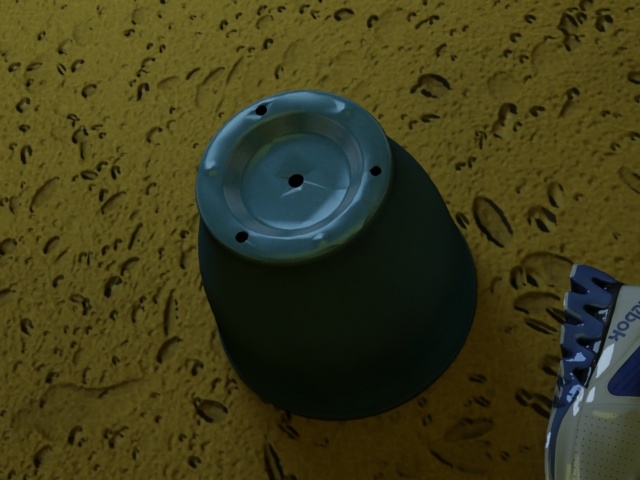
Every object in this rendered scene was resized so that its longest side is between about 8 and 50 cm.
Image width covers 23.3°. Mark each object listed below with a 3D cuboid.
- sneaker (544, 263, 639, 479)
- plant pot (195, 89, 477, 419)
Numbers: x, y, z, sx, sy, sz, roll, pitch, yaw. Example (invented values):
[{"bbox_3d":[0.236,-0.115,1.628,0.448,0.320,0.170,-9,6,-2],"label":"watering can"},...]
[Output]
[{"bbox_3d":[0.302,0.163,1.389,0.182,0.127,0.315,1,61,17],"label":"sneaker"},{"bbox_3d":[0.000,0.000,1.476,0.271,0.255,0.272,-6,62,10],"label":"plant pot"}]
